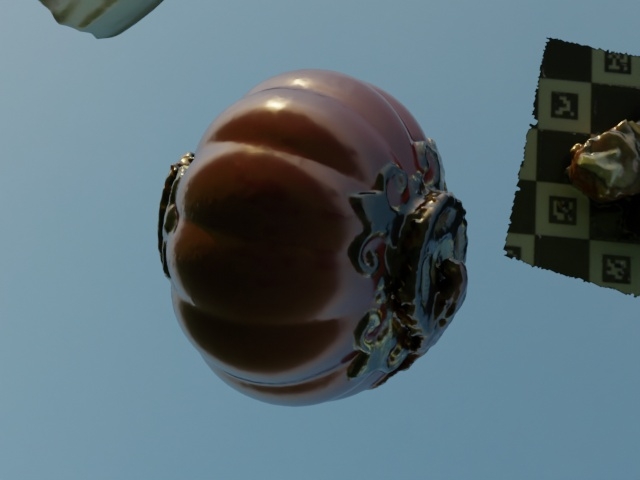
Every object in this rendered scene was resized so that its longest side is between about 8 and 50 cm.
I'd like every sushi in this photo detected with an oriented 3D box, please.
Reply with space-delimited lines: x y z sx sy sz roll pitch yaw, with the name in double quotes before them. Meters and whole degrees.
"sushi" 0.250 -0.050 0.901 0.210 0.040 0.193 14 -105 -2

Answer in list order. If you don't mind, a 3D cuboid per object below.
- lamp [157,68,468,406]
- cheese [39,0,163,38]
"lamp" 0.000 0.000 0.848 0.227 0.227 0.227 11 -73 37
"cheese" -0.147 -0.179 0.554 0.286 0.082 0.163 16 -86 44
